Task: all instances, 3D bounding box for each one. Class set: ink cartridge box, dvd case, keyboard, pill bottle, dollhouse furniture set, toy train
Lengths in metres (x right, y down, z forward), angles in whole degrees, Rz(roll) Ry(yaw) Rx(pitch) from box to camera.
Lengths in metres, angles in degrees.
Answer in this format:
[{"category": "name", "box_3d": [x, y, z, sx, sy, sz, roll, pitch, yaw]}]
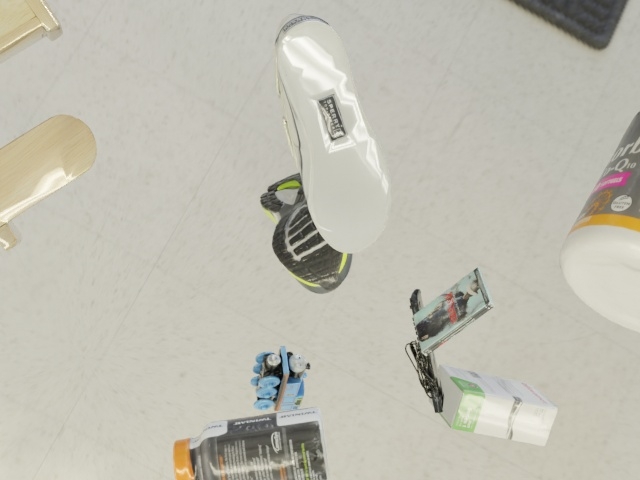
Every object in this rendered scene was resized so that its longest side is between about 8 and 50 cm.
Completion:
[{"category": "ink cartridge box", "box_3d": [0.361, 0.346, 2.008, 0.219, 0.160, 0.093, 14, 99, -13]}, {"category": "dvd case", "box_3d": [0.182, 0.098, 1.318, 0.119, 0.087, 0.013, -38, 117, 19]}, {"category": "keyboard", "box_3d": [0.158, 0.179, 1.516, 0.038, 0.100, 0.192, -13, 97, 12]}, {"category": "pill bottle", "box_3d": [-0.112, 0.350, 1.546, 0.245, 0.130, 0.130, -8, 85, -1]}, {"category": "dollhouse furniture set", "box_3d": [-0.308, -0.143, 0.814, 0.174, 0.355, 0.303, -34, 99, -9]}, {"category": "pill bottle", "box_3d": [0.377, -0.051, 0.995, 0.162, 0.162, 0.278, 38, 67, -7]}, {"category": "toy train", "box_3d": [-0.080, 0.276, 1.893, 0.105, 0.184, 0.080, -3, 55, -13]}]

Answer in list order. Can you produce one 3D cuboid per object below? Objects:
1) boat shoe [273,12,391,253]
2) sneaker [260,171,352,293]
[{"category": "boat shoe", "box_3d": [0.005, -0.116, 1.035, 0.096, 0.088, 0.267, -22, 116, -2]}, {"category": "sneaker", "box_3d": [0.000, 0.000, 1.319, 0.111, 0.300, 0.121, -31, 115, 6]}]
